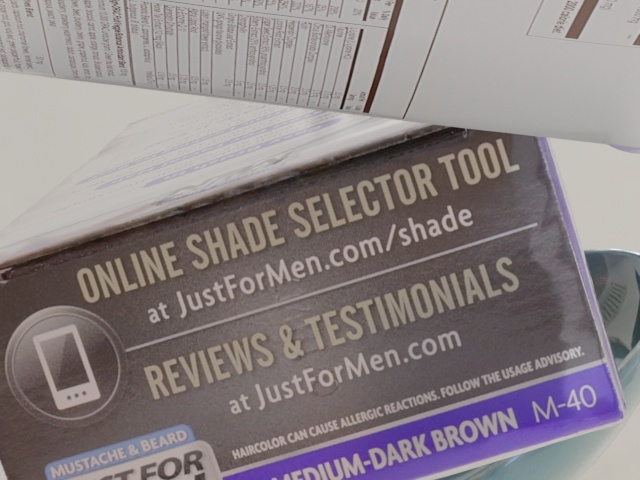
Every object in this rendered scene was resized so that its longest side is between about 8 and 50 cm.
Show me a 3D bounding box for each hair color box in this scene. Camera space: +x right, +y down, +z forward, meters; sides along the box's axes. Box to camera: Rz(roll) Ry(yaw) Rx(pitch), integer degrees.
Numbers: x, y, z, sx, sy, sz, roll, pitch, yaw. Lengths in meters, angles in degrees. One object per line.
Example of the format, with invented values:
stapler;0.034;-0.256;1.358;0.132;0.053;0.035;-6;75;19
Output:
hair color box;0.000;0.000;0.726;0.339;0.185;0.110;-63;135;-79

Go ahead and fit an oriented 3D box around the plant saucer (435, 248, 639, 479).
plant saucer;0.013;0.095;0.864;0.044;0.317;0.317;64;-23;-10

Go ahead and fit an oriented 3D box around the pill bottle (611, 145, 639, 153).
pill bottle;0.122;-0.067;0.702;0.043;0.083;0.043;12;-56;18

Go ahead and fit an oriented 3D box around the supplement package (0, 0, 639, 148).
supplement package;0.019;-0.138;0.432;0.149;0.203;0.194;105;-8;-76
